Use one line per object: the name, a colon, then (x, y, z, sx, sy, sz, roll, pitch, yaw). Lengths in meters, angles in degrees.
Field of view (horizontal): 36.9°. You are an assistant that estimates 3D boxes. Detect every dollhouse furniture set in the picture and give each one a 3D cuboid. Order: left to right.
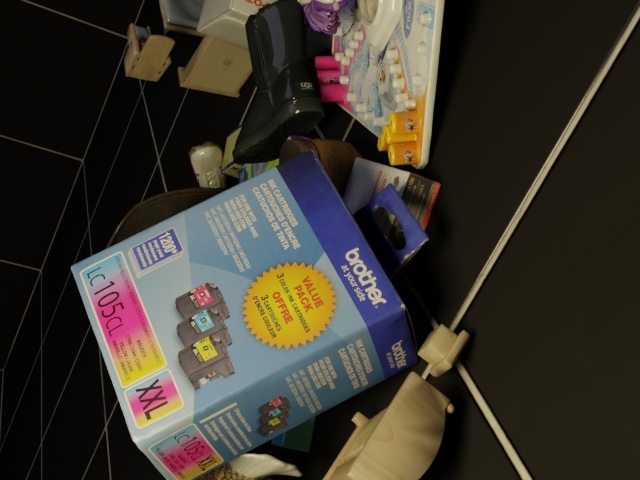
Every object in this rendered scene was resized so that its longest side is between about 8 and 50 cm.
dollhouse furniture set: (-0.258, -0.495, 2.010, 0.198, 0.286, 0.304, -47, 47, 45)
dollhouse furniture set: (0.071, 0.317, 1.098, 0.356, 0.173, 0.303, -53, 0, -28)

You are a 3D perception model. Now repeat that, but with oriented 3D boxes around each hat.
hat: (-0.231, 0.069, 1.651, 0.134, 0.331, 0.331, 51, 124, 36)

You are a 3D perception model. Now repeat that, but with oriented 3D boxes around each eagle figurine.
eagle figurine: (-0.134, 0.327, 1.275, 0.226, 0.225, 0.298, 26, 99, 22)

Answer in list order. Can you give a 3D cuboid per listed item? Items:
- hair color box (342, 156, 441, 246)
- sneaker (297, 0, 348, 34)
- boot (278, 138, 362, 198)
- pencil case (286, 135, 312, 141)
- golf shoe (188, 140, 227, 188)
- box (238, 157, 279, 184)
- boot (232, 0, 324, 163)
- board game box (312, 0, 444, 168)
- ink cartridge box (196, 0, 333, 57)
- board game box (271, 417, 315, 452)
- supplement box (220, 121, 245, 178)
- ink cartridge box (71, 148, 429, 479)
hair color box: (0.087, -0.052, 1.275, 0.167, 0.053, 0.093, 30, 102, 67)
sneaker: (0.014, -0.328, 1.359, 0.170, 0.068, 0.071, -136, 29, -78)
boot: (0.000, 0.000, 1.395, 0.112, 0.115, 0.306, 37, 127, 50)
pencil case: (-0.057, -0.070, 1.553, 0.206, 0.088, 0.086, -61, 29, 24)
golf shoe: (-0.212, -0.129, 1.894, 0.186, 0.067, 0.086, 83, 165, -67)
box: (-0.100, -0.119, 1.730, 0.178, 0.042, 0.109, -48, 36, 42)
boot: (-0.082, -0.257, 1.572, 0.246, 0.094, 0.207, -34, 62, 55)
board game box: (0.069, -0.340, 1.338, 0.390, 0.050, 0.390, -128, 37, -61)
ink cartridge box: (-0.073, -0.482, 1.712, 0.197, 0.198, 0.270, 2, 76, 64)
board game box: (-0.067, 0.224, 1.435, 0.210, 0.047, 0.160, -12, 64, 61)
supplement box: (-0.145, -0.169, 1.840, 0.083, 0.056, 0.083, -24, 54, 60)
ink cartridge box: (-0.063, 0.073, 1.155, 0.270, 0.395, 0.151, 60, 173, 33)
